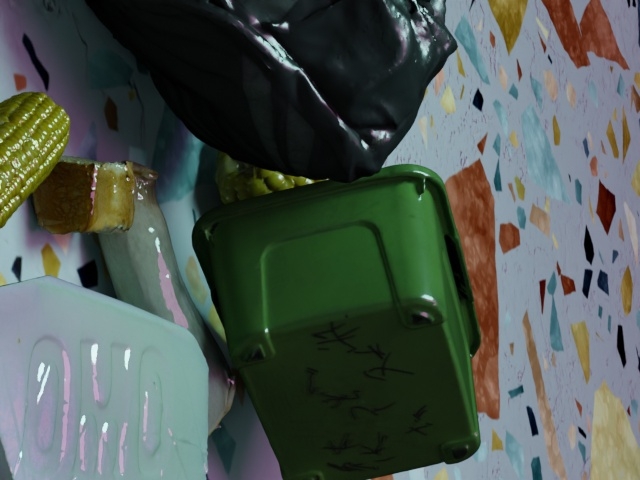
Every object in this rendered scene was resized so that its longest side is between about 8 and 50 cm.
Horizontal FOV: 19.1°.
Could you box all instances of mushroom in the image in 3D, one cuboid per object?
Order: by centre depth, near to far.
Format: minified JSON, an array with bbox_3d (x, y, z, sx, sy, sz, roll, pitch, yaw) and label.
[{"bbox_3d":[-0.151,0.060,1.774,0.096,0.099,0.278,-46,121,-65],"label":"mushroom"}]

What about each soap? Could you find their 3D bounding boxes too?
[{"bbox_3d":[-0.227,0.143,1.570,0.347,0.115,0.208,28,59,-59],"label":"soap"}]

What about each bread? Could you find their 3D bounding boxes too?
[{"bbox_3d":[-0.214,-0.040,1.696,0.083,0.076,0.070,0,95,-64],"label":"bread"}]

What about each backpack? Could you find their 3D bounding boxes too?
[{"bbox_3d":[-0.089,-0.270,1.736,0.255,0.363,0.446,-53,127,-15],"label":"backpack"}]

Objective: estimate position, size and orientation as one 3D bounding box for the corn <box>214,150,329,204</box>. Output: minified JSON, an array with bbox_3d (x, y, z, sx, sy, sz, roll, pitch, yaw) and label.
[{"bbox_3d":[0.000,0.000,2.050,0.344,0.131,0.131,54,38,-44],"label":"corn"}]

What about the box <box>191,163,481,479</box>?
[{"bbox_3d":[0.033,0.099,1.865,0.329,0.252,0.178,69,7,-51],"label":"box"}]

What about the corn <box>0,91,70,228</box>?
[{"bbox_3d":[-0.276,-0.052,1.562,0.080,0.080,0.238,69,28,-26],"label":"corn"}]
